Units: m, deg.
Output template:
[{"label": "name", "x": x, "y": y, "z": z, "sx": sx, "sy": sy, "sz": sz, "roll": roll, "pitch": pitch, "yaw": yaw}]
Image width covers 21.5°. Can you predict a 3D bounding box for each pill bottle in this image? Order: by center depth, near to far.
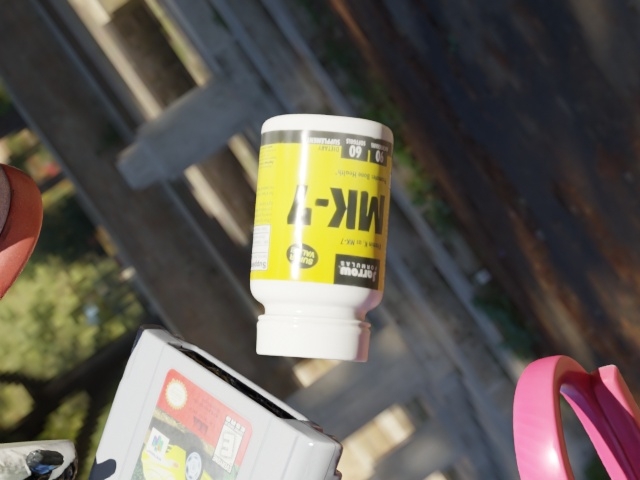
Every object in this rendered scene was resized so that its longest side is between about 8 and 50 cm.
[{"label": "pill bottle", "x": 0.000, "y": 0.000, "z": 1.487, "sx": 0.119, "sy": 0.119, "sz": 0.209, "roll": 98, "pitch": 176, "yaw": -86}]

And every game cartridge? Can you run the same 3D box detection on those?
[{"label": "game cartridge", "x": -0.106, "y": 0.215, "z": 1.521, "sx": 0.060, "sy": 0.196, "sz": 0.294, "roll": 8, "pitch": -167, "yaw": -41}]

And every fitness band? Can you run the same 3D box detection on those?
[{"label": "fitness band", "x": 0.258, "y": 0.236, "z": 1.541, "sx": 0.291, "sy": 0.054, "sz": 0.209, "roll": 59, "pitch": -147, "yaw": -21}]

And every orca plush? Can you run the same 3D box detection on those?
[{"label": "orca plush", "x": -0.312, "y": 0.240, "z": 1.517, "sx": 0.287, "sy": 0.151, "sz": 0.102, "roll": 13, "pitch": -106, "yaw": -77}]

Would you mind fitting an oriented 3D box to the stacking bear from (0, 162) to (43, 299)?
[{"label": "stacking bear", "x": -0.381, "y": -0.062, "z": 1.399, "sx": 0.289, "sy": 0.164, "sz": 0.175, "roll": 42, "pitch": -164, "yaw": -46}]
